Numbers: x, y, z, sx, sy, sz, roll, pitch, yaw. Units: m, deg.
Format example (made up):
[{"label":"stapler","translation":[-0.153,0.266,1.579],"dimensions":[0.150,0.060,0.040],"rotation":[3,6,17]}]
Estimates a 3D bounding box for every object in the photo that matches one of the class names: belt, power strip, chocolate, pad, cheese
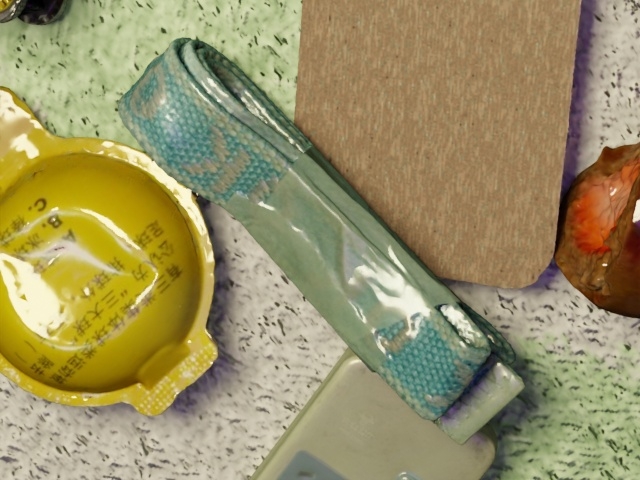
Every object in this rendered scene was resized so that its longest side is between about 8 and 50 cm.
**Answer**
[{"label":"belt","translation":[0.000,0.000,1.173],"dimensions":[0.302,0.087,0.072],"rotation":[45,103,3]},{"label":"power strip","translation":[0.004,0.188,1.258],"dimensions":[0.118,0.046,0.270],"rotation":[35,105,-3]},{"label":"chocolate","translation":[0.200,-0.009,1.141],"dimensions":[0.127,0.133,0.124],"rotation":[-3,107,10]},{"label":"pad","translation":[0.069,-0.107,1.177],"dimensions":[0.176,0.002,0.266],"rotation":[9,105,18]},{"label":"cheese","translation":[-0.174,-0.006,1.218],"dimensions":[0.177,0.069,0.270],"rotation":[-45,85,11]}]

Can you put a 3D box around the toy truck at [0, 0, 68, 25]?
[{"label":"toy truck","translation":[-0.267,-0.169,1.172],"dimensions":[0.227,0.098,0.114],"rotation":[-13,94,11]}]
